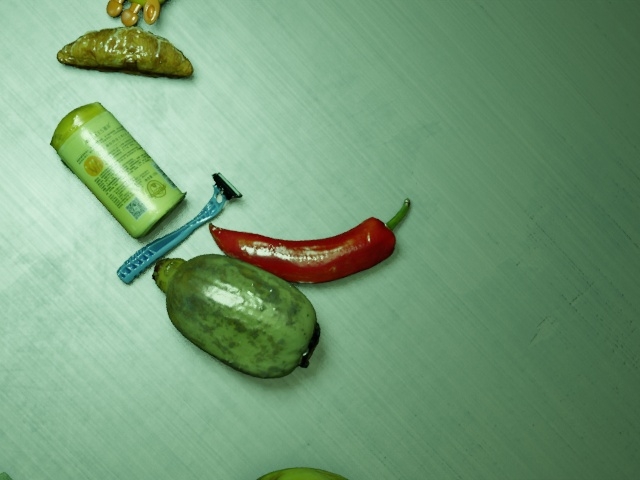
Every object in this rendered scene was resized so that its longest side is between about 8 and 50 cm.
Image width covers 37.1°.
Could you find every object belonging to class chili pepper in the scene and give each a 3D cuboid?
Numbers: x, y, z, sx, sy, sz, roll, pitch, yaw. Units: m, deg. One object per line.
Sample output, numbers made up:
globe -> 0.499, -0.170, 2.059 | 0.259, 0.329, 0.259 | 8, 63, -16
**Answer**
chili pepper -> -0.004, 0.007, 1.676 | 0.368, 0.092, 0.137 | -7, 76, -13

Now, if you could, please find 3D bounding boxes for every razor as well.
razor -> -0.248, -0.014, 1.657 | 0.253, 0.042, 0.082 | -40, 51, -10

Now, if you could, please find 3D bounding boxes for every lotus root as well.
lotus root -> -0.148, 0.121, 1.615 | 0.309, 0.173, 0.173 | 25, 82, 0

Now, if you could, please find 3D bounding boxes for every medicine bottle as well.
medicine bottle -> -0.346, -0.122, 1.610 | 0.124, 0.124, 0.239 | -43, 93, -10

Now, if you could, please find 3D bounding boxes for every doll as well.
doll -> -0.288, -0.468, 1.653 | 0.143, 0.135, 0.221 | 34, 86, 27

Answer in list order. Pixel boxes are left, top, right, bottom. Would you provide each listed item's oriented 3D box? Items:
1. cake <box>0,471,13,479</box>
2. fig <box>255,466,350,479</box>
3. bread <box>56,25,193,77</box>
cake -> -0.589, 0.467, 1.531 | 0.235, 0.100, 0.099 | -26, 89, -11
fig -> -0.016, 0.492, 1.568 | 0.271, 0.239, 0.239 | -5, 87, -22
bread -> -0.333, -0.326, 1.633 | 0.233, 0.105, 0.076 | 3, 87, -6
